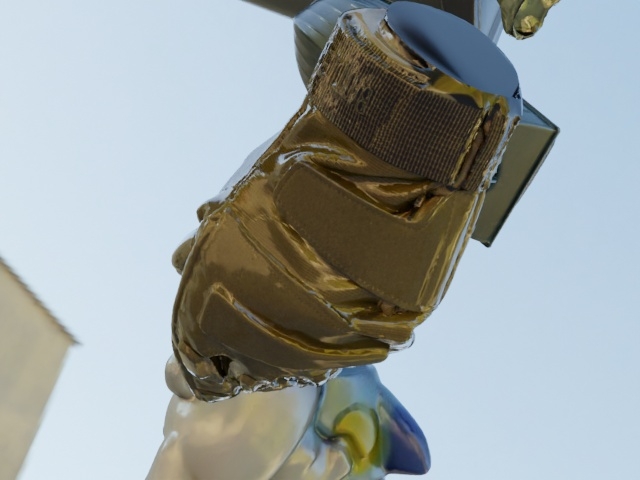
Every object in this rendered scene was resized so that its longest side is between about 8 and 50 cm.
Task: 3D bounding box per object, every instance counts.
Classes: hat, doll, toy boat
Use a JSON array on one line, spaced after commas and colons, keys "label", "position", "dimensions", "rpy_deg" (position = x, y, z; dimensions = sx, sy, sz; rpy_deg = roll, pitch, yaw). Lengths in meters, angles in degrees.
[{"label": "hat", "position": [0.193, -0.259, 1.138], "dimensions": [0.081, 0.122, 0.166], "rpy_deg": [37, -41, 5]}, {"label": "doll", "position": [-0.039, 0.206, 1.467], "dimensions": [0.365, 0.376, 0.187], "rpy_deg": [36, 4, -38]}, {"label": "toy boat", "position": [0.058, -0.094, 0.906], "dimensions": [0.103, 0.093, 0.246], "rpy_deg": [7, 29, -46]}]

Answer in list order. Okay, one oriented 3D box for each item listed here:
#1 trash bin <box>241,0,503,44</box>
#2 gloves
[{"label": "trash bin", "position": [0.059, -0.286, 1.291], "dimensions": [0.250, 0.220, 0.219], "rpy_deg": [18, -34, 10]}, {"label": "gloves", "position": [-0.002, 0.008, 0.832], "dimensions": [0.154, 0.141, 0.331], "rpy_deg": [24, -52, -11]}]
